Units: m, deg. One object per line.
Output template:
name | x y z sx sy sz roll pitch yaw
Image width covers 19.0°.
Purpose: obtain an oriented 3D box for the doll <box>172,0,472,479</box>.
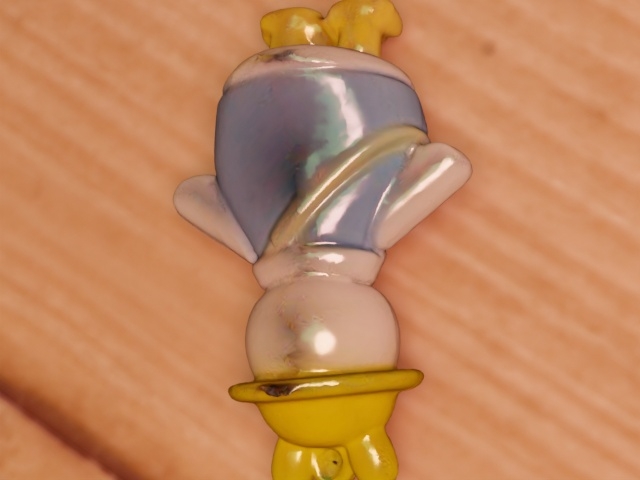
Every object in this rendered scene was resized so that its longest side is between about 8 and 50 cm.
doll | 0.000 0.000 0.912 0.135 0.099 0.241 0 80 -9
